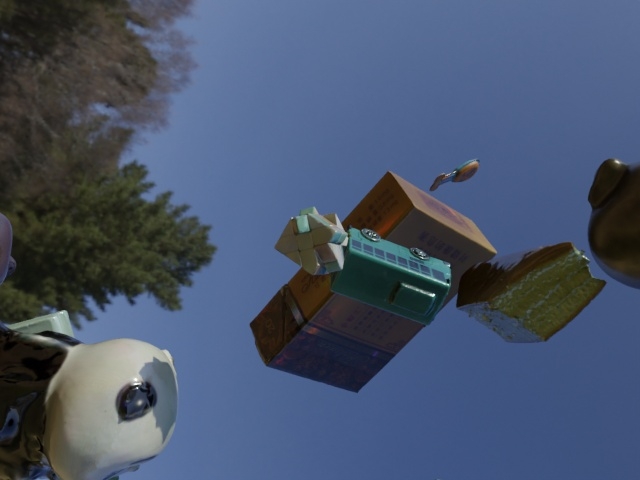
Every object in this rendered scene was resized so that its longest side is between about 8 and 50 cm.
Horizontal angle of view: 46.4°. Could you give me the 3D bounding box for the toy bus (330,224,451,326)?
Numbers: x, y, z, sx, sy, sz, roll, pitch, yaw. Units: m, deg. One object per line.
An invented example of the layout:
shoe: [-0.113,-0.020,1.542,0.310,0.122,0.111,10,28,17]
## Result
toy bus: [0.098,0.051,1.018,0.092,0.160,0.079,-86,-162,-63]

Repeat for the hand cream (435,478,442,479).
hand cream: [0.140,0.414,0.885,0.075,0.052,0.248,7,-109,32]

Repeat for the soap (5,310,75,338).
soap: [-0.544,0.287,1.462,0.087,0.159,0.266,-129,-155,-83]

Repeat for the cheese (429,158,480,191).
cheese: [0.213,-0.103,1.170,0.017,0.111,0.047,49,-38,26]

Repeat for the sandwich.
sandwich: [0.252,0.073,0.960,0.096,0.094,0.258,-53,-176,-16]

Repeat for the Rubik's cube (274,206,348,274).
Rubik's cube: [-0.001,-0.001,0.904,0.073,0.084,0.075,-61,176,9]

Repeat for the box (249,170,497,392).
box: [0.093,0.096,1.399,0.415,0.264,0.116,-49,-137,19]

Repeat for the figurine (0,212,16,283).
figurine: [-0.631,0.034,1.152,0.365,0.218,0.206,-19,-150,41]

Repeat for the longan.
longan: [0.443,-0.027,0.993,0.185,0.159,0.204,-39,-110,7]

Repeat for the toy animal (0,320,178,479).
toy animal: [-0.317,0.223,0.961,0.212,0.266,0.213,8,90,-83]
